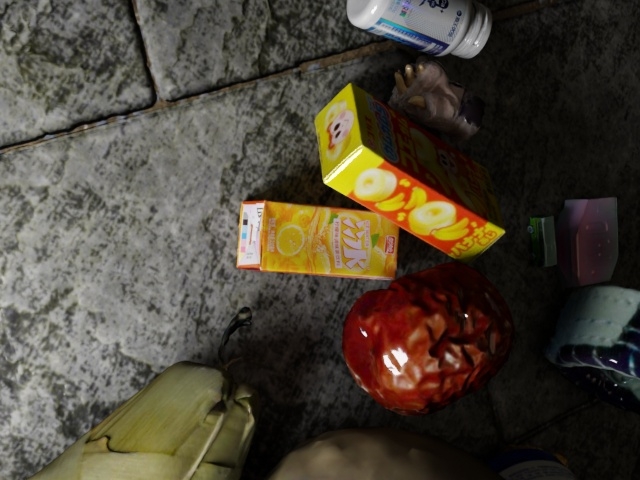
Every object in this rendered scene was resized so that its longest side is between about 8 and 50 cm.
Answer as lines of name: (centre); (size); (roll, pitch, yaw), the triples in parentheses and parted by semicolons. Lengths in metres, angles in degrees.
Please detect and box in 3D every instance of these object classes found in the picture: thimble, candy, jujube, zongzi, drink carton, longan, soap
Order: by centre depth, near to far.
zongzi: (-0.250, 0.240, 1.346); (0.418, 0.181, 0.447); (26, 76, -30)
longan: (0.103, 0.456, 1.451); (0.436, 0.404, 0.404); (40, 72, -32)
drink carton: (0.000, 0.000, 1.547); (0.222, 0.071, 0.096); (6, 88, -32)
jujube: (0.148, 0.139, 1.569); (0.232, 0.213, 0.213); (-14, 100, -37)
candy: (0.123, -0.089, 1.571); (0.276, 0.088, 0.146); (29, 36, -29)
thimble: (0.478, 0.172, 1.780); (0.237, 0.237, 0.150); (38, 69, -28)
soap: (0.428, 0.006, 1.828); (0.100, 0.056, 0.149); (-5, 95, -30)

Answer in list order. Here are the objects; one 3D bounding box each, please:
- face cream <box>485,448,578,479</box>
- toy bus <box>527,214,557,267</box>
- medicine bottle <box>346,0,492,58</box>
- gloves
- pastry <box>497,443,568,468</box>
face cream: (0.310, 0.426, 1.706); (0.205, 0.111, 0.206); (-8, 114, -19)
toy bus: (0.351, 0.002, 1.789); (0.031, 0.037, 0.083); (-11, 99, -31)
medicine bottle: (0.141, -0.322, 1.589); (0.191, 0.107, 0.107); (16, 84, -26)
gloves: (0.164, -0.197, 1.628); (0.144, 0.094, 0.110); (43, 60, -4)
pastry: (0.341, 0.364, 1.791); (0.140, 0.056, 0.080); (11, 75, -30)
